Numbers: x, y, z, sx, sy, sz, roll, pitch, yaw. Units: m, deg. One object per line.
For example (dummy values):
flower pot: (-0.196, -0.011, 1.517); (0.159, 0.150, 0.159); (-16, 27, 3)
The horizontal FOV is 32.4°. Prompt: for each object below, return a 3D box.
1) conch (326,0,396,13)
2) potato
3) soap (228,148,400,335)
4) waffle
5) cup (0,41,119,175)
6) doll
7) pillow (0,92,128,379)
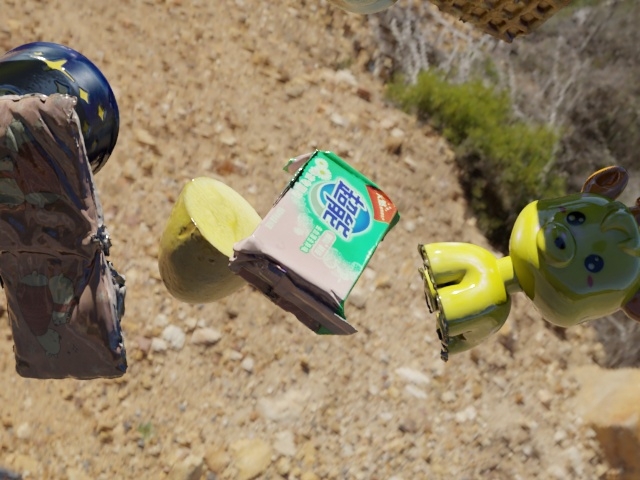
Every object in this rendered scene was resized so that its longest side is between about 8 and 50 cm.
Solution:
conch: (0.092, -0.438, 1.775); (0.127, 0.158, 0.255); (38, 36, 3)
potato: (-0.177, 0.023, 1.667); (0.178, 0.158, 0.203); (27, 23, -34)
soap: (-0.001, 0.002, 1.571); (0.218, 0.098, 0.273); (38, 39, -3)
waffle: (0.158, -0.249, 1.032); (0.148, 0.102, 0.042); (21, 57, -25)
cup: (-0.383, -0.127, 1.194); (0.255, 0.178, 0.256); (27, 21, 2)
doll: (0.193, 0.025, 0.914); (0.221, 0.135, 0.143); (-18, 67, 3)
pillow: (-0.230, -0.002, 0.938); (0.049, 0.135, 0.248); (-27, 109, -55)
